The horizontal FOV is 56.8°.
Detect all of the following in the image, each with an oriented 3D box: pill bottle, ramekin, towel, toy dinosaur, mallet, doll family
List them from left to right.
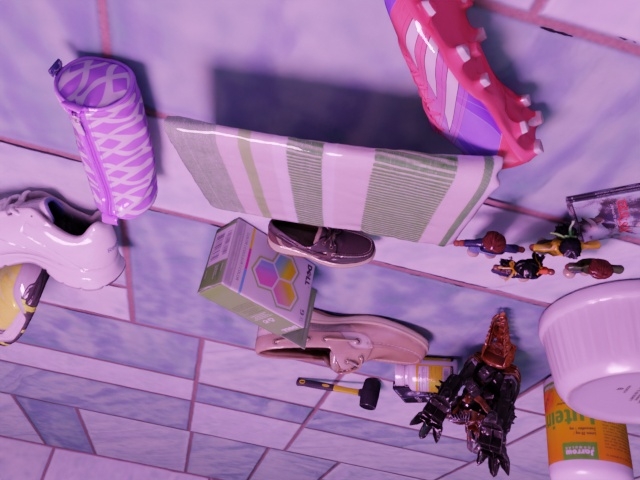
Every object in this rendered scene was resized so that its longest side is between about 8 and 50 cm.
[{"bbox_3d":[0.014,-0.062,0.668,0.324,0.038,0.248,9,166,3],"label":"towel"},{"bbox_3d":[0.040,0.312,1.281,0.189,0.062,0.039,11,148,25],"label":"mallet"},{"bbox_3d":[0.201,0.253,1.119,0.116,0.065,0.065,1,145,14],"label":"pill bottle"},{"bbox_3d":[0.274,0.258,1.021,0.164,0.218,0.322,0,118,40],"label":"toy dinosaur"},{"bbox_3d":[0.262,0.018,0.719,0.193,0.076,0.111,-7,179,8],"label":"doll family"},{"bbox_3d":[0.478,0.371,1.059,0.136,0.246,0.136,7,146,4],"label":"pill bottle"},{"bbox_3d":[0.471,0.179,0.884,0.272,0.127,0.273,7,146,5],"label":"ramekin"}]

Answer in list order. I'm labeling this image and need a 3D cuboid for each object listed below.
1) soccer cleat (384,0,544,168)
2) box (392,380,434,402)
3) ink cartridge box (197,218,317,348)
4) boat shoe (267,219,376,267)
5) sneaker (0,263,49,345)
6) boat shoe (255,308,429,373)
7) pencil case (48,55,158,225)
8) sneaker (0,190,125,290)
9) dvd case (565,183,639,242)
[{"bbox_3d":[0.119,-0.144,0.545,0.095,0.083,0.248,-16,142,40],"label":"soccer cleat"},{"bbox_3d":[0.199,0.323,1.264,0.067,0.018,0.083,-8,142,25],"label":"box"},{"bbox_3d":[-0.069,0.069,0.876,0.209,0.109,0.062,34,140,-32],"label":"ink cartridge box"},{"bbox_3d":[0.000,0.000,0.804,0.152,0.056,0.049,6,151,5],"label":"boat shoe"},{"bbox_3d":[-0.600,0.100,1.028,0.384,0.145,0.147,-22,135,37],"label":"sneaker"},{"bbox_3d":[0.038,0.187,1.031,0.302,0.098,0.109,12,146,-3],"label":"boat shoe"},{"bbox_3d":[-0.238,-0.109,0.676,0.086,0.088,0.206,11,147,3],"label":"pencil case"},{"bbox_3d":[-0.434,-0.022,0.864,0.297,0.111,0.129,10,131,-7],"label":"sneaker"},{"bbox_3d":[0.361,-0.033,0.701,0.119,0.013,0.087,-9,142,28],"label":"dvd case"}]
